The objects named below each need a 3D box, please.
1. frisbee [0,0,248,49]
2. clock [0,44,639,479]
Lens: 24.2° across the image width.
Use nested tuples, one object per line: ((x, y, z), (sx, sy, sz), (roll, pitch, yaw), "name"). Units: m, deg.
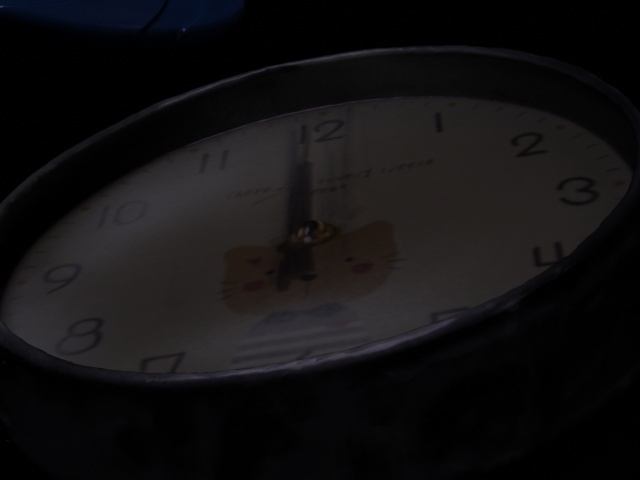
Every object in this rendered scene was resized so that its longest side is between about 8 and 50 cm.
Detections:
((-0.147, -0.165, 0.740), (0.242, 0.045, 0.242), (18, 26, -9), "frisbee")
((0.000, 0.000, 0.472), (0.226, 0.049, 0.226), (-10, 28, 5), "clock")
